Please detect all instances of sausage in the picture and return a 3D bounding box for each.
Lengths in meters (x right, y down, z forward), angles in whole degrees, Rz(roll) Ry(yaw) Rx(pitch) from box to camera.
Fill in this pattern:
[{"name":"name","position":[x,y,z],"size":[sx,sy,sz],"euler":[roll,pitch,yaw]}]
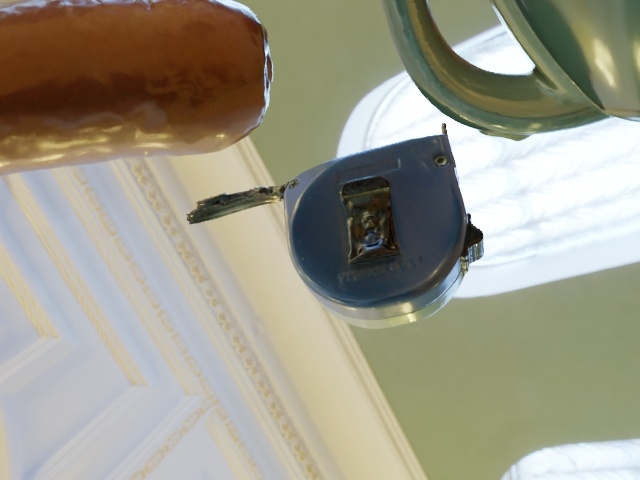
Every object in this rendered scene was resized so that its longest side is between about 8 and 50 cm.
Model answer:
[{"name":"sausage","position":[-0.222,-0.053,0.282],"size":[0.419,0.094,0.094],"euler":[-16,-126,-21]}]

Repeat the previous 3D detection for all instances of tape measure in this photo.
[{"name":"tape measure","position":[0.000,0.000,0.723],"size":[0.098,0.351,0.215],"euler":[57,-158,-60]}]

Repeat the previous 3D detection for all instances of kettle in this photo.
[{"name":"kettle","position":[0.196,-0.233,0.463],"size":[0.247,0.320,0.342],"euler":[-81,-30,-54]}]
